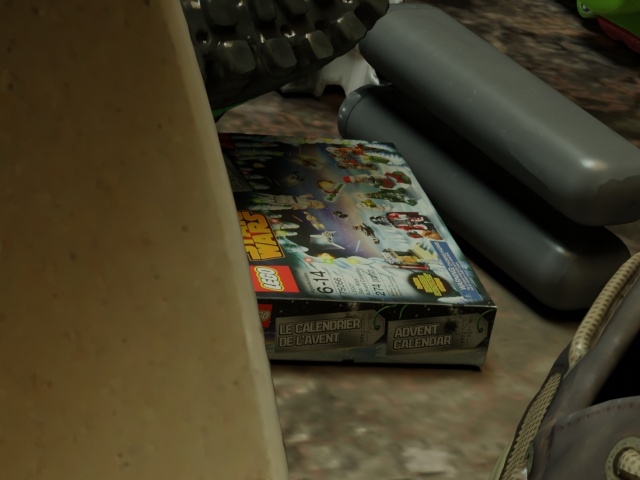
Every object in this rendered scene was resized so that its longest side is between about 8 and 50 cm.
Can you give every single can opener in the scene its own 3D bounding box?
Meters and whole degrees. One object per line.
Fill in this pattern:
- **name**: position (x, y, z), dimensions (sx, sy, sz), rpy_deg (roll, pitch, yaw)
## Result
- **can opener**: position (0.052, -0.067, 0.785), dimensions (0.093, 0.074, 0.280), rpy_deg (-3, 30, -29)

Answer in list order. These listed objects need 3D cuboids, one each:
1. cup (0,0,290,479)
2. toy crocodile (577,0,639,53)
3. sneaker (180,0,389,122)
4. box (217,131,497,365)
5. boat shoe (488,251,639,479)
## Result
- **cup**: position (-0.154, 0.020, 0.313), dimensions (0.236, 0.331, 0.331), rpy_deg (-14, 25, 8)
- **toy crocodile**: position (0.226, -0.114, 0.939), dimensions (0.115, 0.105, 0.340), rpy_deg (-9, 28, -34)
- **sneaker**: position (-0.124, -0.040, 0.635), dimensions (0.343, 0.146, 0.134), rpy_deg (-29, 90, -39)
- **box**: position (0.000, 0.000, 0.682), dimensions (0.094, 0.027, 0.137), rpy_deg (2, 27, -17)
- **boat shoe**: position (0.080, 0.093, 0.407), dimensions (0.132, 0.130, 0.355), rpy_deg (12, 26, 2)
